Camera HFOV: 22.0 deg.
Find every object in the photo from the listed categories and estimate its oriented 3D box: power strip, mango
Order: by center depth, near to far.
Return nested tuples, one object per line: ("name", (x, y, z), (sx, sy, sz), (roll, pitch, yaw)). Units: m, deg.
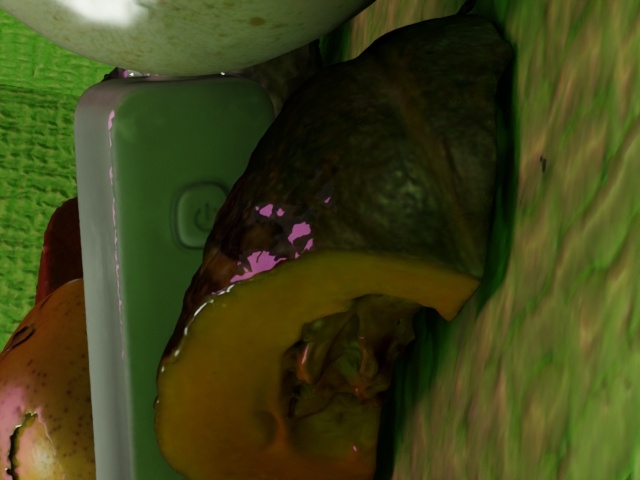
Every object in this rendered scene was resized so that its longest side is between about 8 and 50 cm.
("power strip", (-0.062, 0.090, 0.811), (0.062, 0.091, 0.385), (-163, 68, -65))
("mango", (-0.139, 0.168, 1.144), (0.191, 0.160, 0.290), (-11, -96, -60))

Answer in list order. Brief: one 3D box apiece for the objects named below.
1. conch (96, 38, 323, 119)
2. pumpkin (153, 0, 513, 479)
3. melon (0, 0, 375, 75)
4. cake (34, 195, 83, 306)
("conch", (-0.063, -0.174, 1.083), (0.313, 0.186, 0.241), (-53, 52, 35))
("pumpkin", (-0.004, 0.001, 0.727), (0.278, 0.111, 0.163), (108, 171, -53))
("melon", (-0.049, -0.230, 0.690), (0.268, 0.268, 0.330), (109, 178, -51))
("cake", (-0.163, 0.081, 1.435), (0.283, 0.177, 0.151), (-94, 15, -48))
